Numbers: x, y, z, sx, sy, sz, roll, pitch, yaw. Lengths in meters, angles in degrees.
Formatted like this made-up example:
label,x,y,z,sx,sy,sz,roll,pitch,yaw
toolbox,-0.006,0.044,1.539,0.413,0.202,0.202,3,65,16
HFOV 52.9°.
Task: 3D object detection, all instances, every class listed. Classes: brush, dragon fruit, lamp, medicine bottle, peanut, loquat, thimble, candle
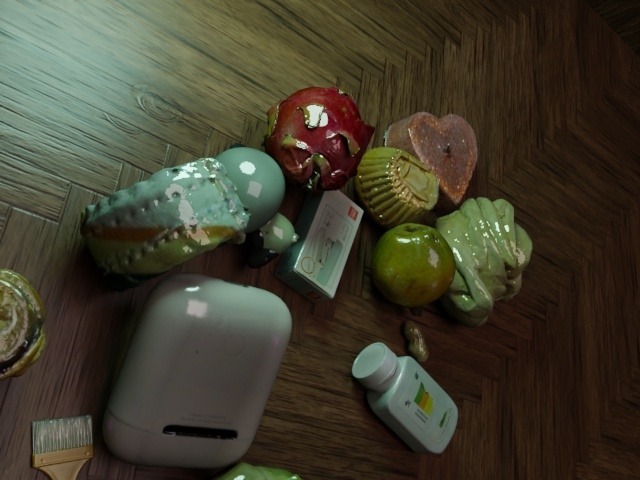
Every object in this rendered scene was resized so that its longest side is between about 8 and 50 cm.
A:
label,x,y,z,sx,sy,sz,roll,pitch,yaw
brush,-0.423,0.432,1.062,0.103,0.013,0.272,4,75,-40
dragon fruit,-0.005,-0.234,1.466,0.250,0.250,0.315,62,26,-8
lamp,-0.149,-0.077,1.353,0.197,0.198,0.244,-52,127,-38
medicine bottle,0.208,0.380,1.565,0.296,0.111,0.161,47,52,-19
peanut,0.249,0.264,1.677,0.054,0.054,0.113,-15,84,-43
loquat,0.234,0.081,1.628,0.213,0.213,0.246,-28,120,-43
thimble,-0.274,-0.030,1.147,0.167,0.288,0.254,66,17,-7
candle,0.341,-0.233,1.860,0.317,0.131,0.287,-3,81,-41

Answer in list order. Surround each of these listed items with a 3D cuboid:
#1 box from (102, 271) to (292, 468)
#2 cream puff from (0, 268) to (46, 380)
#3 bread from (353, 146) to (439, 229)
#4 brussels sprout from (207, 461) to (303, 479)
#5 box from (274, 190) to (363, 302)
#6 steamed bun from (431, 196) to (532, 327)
label,x,y,z,sx,sy,sz,roll,pitch,yaw
box,-0.212,0.238,1.150,0.289,0.141,0.349,18,95,-37
cream puff,-0.515,0.133,0.993,0.189,0.129,0.189,7,76,-27
bread,0.195,-0.140,1.693,0.240,0.139,0.240,15,66,-35
brussels sprout,-0.123,0.572,1.134,0.328,0.247,0.328,32,42,-35
box,0.000,0.000,1.519,0.135,0.079,0.269,39,55,-27
steamed bun,0.462,0.047,1.816,0.372,0.230,0.324,-35,104,-44
